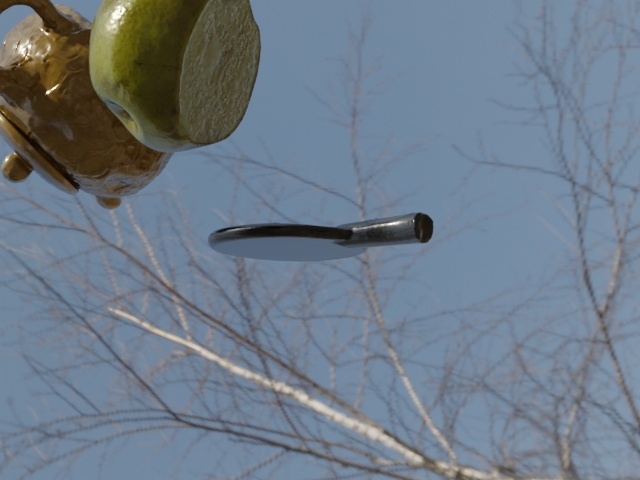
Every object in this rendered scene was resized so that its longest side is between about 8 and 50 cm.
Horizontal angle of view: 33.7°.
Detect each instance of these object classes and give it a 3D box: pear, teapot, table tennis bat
[{"bbox_3d":[-0.115,-0.139,0.785,0.141,0.104,0.141,-48,-30,-41],"label":"pear"},{"bbox_3d":[-0.262,-0.126,1.061,0.167,0.203,0.311,-45,-31,-9],"label":"teapot"},{"bbox_3d":[0.000,0.000,0.988,0.150,0.236,0.027,13,-105,-50],"label":"table tennis bat"}]
